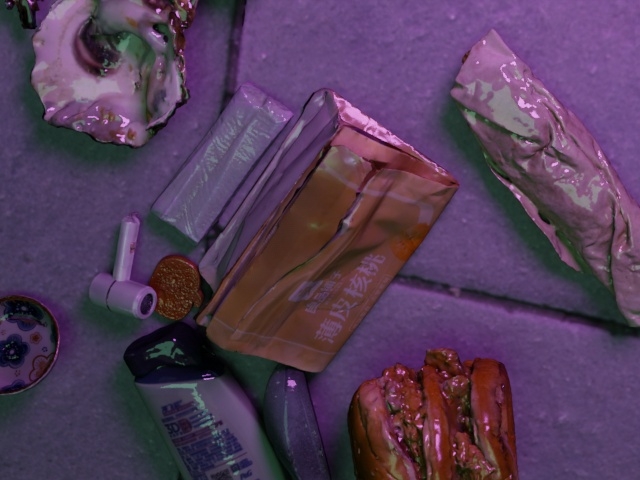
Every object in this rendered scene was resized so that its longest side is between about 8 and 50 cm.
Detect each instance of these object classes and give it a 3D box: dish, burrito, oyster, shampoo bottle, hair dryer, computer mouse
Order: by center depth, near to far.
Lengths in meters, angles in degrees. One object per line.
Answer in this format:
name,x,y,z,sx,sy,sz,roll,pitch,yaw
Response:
burrito,0.285,-0.063,1.052,0.117,0.076,0.392,-38,97,20
oyster,-0.250,-0.223,1.107,0.223,0.083,0.214,11,106,13
hair dryer,-0.255,0.031,1.203,0.082,0.047,0.137,14,98,25
computer mouse,-0.033,0.264,1.203,0.068,0.113,0.228,-14,100,0
shampoo bottle,-0.136,0.281,1.243,0.134,0.078,0.359,-22,101,13
dish,-0.423,0.153,1.269,0.141,0.078,0.141,-1,70,3

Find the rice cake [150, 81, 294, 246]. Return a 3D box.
rice cake,-0.126,-0.097,1.142,0.080,0.042,0.221,40,111,2

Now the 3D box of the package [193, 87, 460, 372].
package,-0.010,0.007,1.087,0.221,0.165,0.311,36,111,-1

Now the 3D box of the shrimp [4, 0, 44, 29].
shrimp,-0.322,-0.363,1.096,0.150,0.051,0.217,5,104,2

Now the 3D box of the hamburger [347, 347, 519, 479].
hamburger,0.145,0.276,1.114,0.211,0.245,0.260,-7,144,4

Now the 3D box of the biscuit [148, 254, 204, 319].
biscuit,-0.192,0.065,1.219,0.078,0.015,0.091,28,111,0
